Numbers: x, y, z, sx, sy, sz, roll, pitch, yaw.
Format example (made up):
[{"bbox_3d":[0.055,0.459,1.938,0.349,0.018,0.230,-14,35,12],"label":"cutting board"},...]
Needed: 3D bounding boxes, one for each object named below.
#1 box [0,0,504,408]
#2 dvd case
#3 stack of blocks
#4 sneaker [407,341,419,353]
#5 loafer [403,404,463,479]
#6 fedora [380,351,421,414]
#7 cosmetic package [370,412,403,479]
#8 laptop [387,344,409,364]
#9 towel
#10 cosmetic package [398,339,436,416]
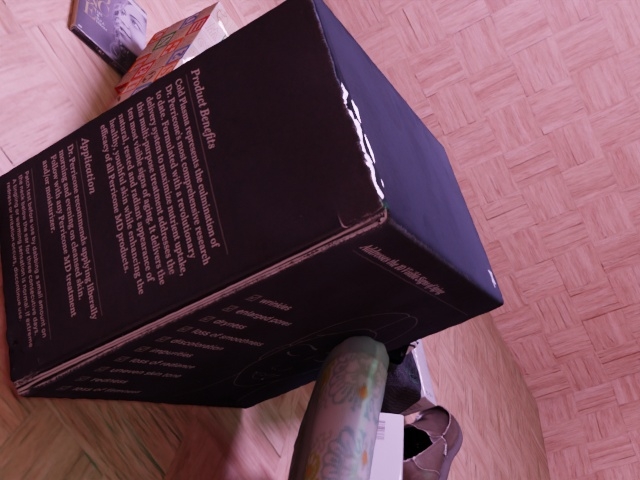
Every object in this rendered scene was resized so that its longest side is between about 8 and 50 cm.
[{"bbox_3d":[-0.068,0.009,0.918,0.480,0.472,0.297,29,41,-59],"label":"box"},{"bbox_3d":[-0.382,-0.404,1.251,0.164,0.018,0.221,42,31,-47],"label":"dvd case"},{"bbox_3d":[-0.262,-0.265,1.169,0.087,0.171,0.297,51,43,-34],"label":"stack of blocks"},{"bbox_3d":[0.185,0.197,1.526,0.040,0.044,0.109,9,53,-57],"label":"sneaker"},{"bbox_3d":[0.262,0.496,1.685,0.130,0.134,0.366,64,20,-8],"label":"loafer"},{"bbox_3d":[0.129,0.296,1.553,0.334,0.152,0.334,50,26,-35],"label":"fedora"},{"bbox_3d":[0.081,0.514,1.107,0.377,0.097,0.284,-75,168,-60],"label":"cosmetic package"},{"bbox_3d":[0.092,0.001,1.354,0.408,0.236,0.382,-67,156,-6],"label":"laptop"},{"bbox_3d":[0.003,0.352,0.920,0.374,0.090,0.320,105,-3,-49],"label":"towel"},{"bbox_3d":[0.215,0.330,1.784,0.085,0.117,0.231,44,31,-47],"label":"cosmetic package"}]
